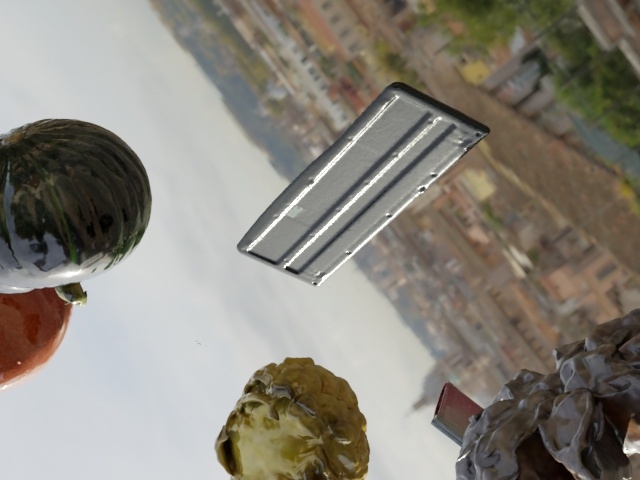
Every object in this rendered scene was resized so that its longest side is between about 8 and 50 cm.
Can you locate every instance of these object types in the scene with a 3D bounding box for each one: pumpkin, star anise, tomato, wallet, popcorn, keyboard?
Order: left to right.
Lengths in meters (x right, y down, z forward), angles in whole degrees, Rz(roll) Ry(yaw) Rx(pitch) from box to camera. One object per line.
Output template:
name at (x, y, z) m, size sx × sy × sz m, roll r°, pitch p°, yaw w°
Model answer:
tomato at (-0.604, 0.127, 2.103) m, size 0.341 × 0.341 × 0.272 m, roll 44°, pitch -129°, yaw -83°
pumpkin at (-0.305, -0.025, 1.361) m, size 0.250 × 0.250 × 0.216 m, roll -120°, pitch 11°, yaw -82°
popcorn at (-0.036, 0.304, 1.839) m, size 0.250 × 0.250 × 0.190 m, roll 52°, pitch -153°, yaw -7°
keyboard at (0.001, -0.010, 1.072) m, size 0.103 × 0.381 × 0.041 m, roll 25°, pitch -136°, yaw -20°
wallet at (0.278, 0.321, 1.915) m, size 0.232 × 0.025 × 0.119 m, roll 38°, pitch -151°, yaw -4°
star anise at (0.262, 0.166, 1.198) m, size 0.117 × 0.332 × 0.332 m, roll 59°, pitch 180°, yaw -9°
